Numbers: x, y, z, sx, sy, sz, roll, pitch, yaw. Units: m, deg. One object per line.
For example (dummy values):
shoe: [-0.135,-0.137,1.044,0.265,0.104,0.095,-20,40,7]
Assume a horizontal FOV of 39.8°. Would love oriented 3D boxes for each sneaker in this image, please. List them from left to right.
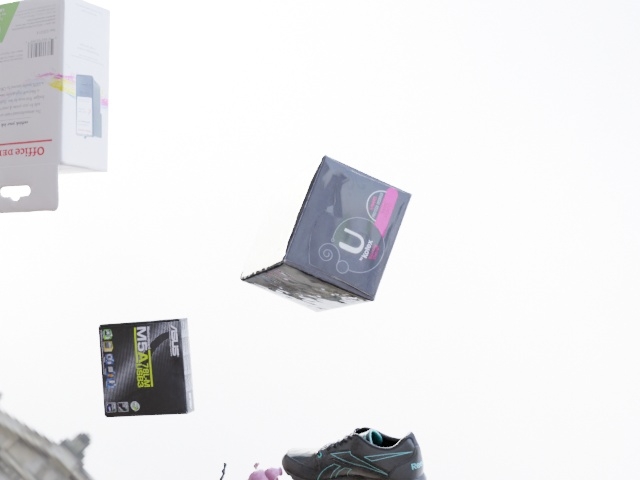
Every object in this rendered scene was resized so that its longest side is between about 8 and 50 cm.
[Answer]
sneaker: [0.057,0.376,1.557,0.267,0.101,0.106,-1,-78,21]

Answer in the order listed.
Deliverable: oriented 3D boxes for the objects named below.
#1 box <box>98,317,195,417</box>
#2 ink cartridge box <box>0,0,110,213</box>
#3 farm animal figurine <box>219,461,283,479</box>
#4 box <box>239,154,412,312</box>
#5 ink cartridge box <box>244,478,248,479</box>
box: [-0.348,0.254,1.769,0.184,0.045,0.191,-5,-92,18]
ink cartridge box: [-0.471,-0.218,1.496,0.207,0.119,0.354,0,-93,28]
farm animal figurine: [-0.104,0.540,1.428,0.330,0.172,0.327,-18,-98,64]
box: [0.000,0.000,1.296,0.143,0.165,0.270,24,-13,-13]
ink cartridge box: [-0.159,0.599,1.707,0.235,0.193,0.088,49,-39,35]
